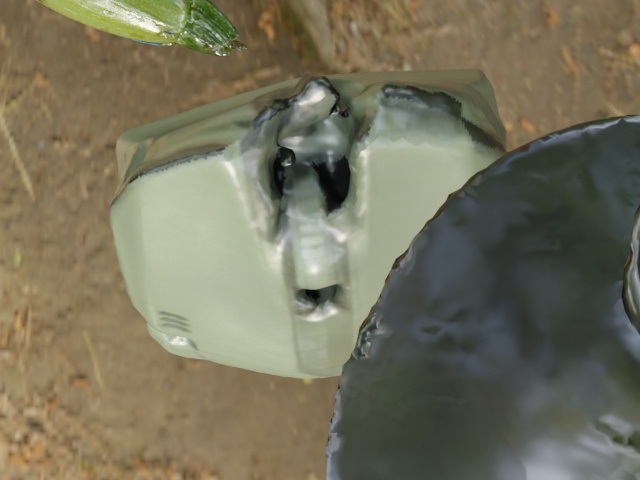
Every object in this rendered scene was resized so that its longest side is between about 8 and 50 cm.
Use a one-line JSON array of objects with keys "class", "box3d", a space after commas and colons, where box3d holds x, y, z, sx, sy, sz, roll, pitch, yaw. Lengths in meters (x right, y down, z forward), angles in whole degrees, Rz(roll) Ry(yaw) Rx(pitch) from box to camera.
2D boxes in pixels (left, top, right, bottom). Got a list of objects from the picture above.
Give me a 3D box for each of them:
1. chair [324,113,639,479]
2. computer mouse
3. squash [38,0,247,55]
[{"class": "chair", "box3d": [0.160, 0.084, 0.459, 0.227, 0.401, 0.226, -1, 95, -15]}, {"class": "computer mouse", "box3d": [0.000, 0.003, 1.131, 0.228, 0.429, 0.145, -8, 81, 0]}, {"class": "squash", "box3d": [-0.205, -0.223, 1.481, 0.341, 0.094, 0.094, 29, 107, -21]}]
